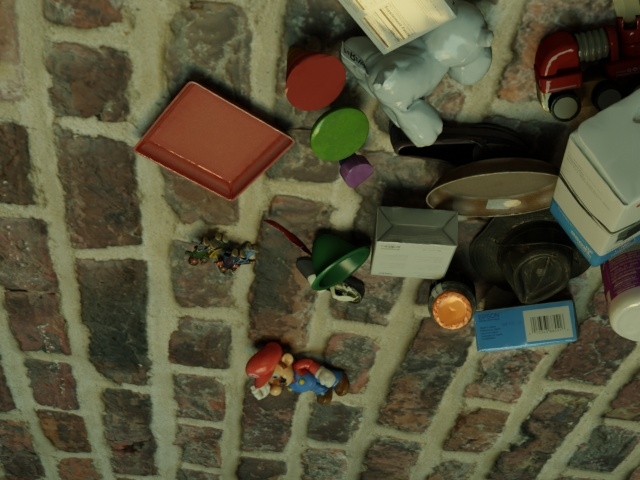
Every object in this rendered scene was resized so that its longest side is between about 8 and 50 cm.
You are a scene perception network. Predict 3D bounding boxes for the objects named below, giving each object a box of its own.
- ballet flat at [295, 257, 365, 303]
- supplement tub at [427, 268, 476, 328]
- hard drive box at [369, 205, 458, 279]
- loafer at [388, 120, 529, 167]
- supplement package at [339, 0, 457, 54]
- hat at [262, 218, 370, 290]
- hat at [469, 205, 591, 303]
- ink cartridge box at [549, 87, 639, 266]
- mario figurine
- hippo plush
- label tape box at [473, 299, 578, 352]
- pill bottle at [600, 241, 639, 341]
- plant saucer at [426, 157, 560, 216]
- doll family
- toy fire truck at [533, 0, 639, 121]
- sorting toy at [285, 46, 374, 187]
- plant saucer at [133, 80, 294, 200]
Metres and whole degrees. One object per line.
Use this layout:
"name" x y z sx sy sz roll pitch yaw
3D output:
"ballet flat" 0.027 0.109 2.244 0.203 0.074 0.074 26 137 -23
"supplement tub" 0.319 0.145 2.143 0.117 0.190 0.117 2 101 9
"hard drive box" 0.210 0.009 2.033 0.181 0.089 0.232 4 159 1
"loafer" 0.287 -0.185 1.831 0.303 0.095 0.109 11 139 -7
"supplement package" 0.092 -0.476 1.411 0.145 0.204 0.262 -21 134 30
"hat" 0.000 0.000 2.148 0.173 0.183 0.208 -36 163 0
"hat" 0.511 0.062 2.083 0.331 0.134 0.331 2 141 2
"ink cartridge box" 0.597 -0.132 1.620 0.285 0.166 0.395 -32 161 0
"mario figurine" -0.077 0.416 2.548 0.320 0.170 0.198 22 104 -31
"hippo plush" 0.180 -0.347 1.604 0.236 0.234 0.294 -41 147 6
"label tape box" 0.532 0.216 2.260 0.241 0.106 0.334 -9 173 16
"pill bottle" 0.694 0.054 1.916 0.169 0.301 0.169 3 140 3
"plant saucer" 0.379 -0.114 1.874 0.311 0.050 0.310 -1 164 0
"doll family" -0.243 0.039 2.187 0.193 0.076 0.111 23 133 -25
"toy fire truck" 0.497 -0.352 1.588 0.217 0.158 0.246 -9 119 9
"sorting toy" 0.009 -0.259 1.769 0.127 0.126 0.365 -31 140 0
"plant saucer" -0.227 -0.217 1.890 0.259 0.047 0.258 28 136 -25
